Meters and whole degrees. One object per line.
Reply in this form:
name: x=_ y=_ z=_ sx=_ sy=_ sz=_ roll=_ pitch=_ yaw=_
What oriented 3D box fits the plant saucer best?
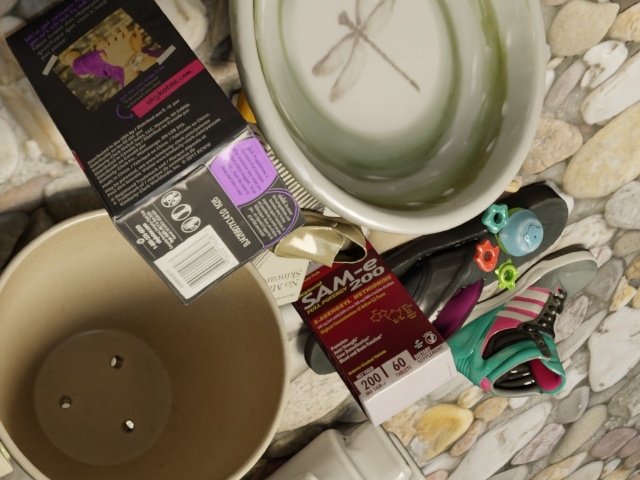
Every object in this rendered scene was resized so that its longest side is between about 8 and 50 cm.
plant saucer: x=0.059 y=-0.202 z=1.233 sx=0.400 sy=0.100 sz=0.401 roll=3 pitch=85 yaw=-36

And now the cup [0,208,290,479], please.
cup: x=-0.225 y=0.155 z=1.379 sx=0.331 sy=0.331 sz=0.237 roll=-17 pitch=169 yaw=-24

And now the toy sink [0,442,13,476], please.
toy sink: x=-0.437 y=0.204 z=1.372 sx=0.234 sy=0.131 sz=0.153 roll=-28 pitch=144 yaw=-12

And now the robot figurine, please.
robot figurine: x=-0.006 y=0.438 z=1.925 sx=0.353 sy=0.200 sz=0.300 roll=-40 pitch=143 yaw=5

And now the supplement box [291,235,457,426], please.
supplement box: x=0.057 y=0.105 z=1.572 sx=0.130 sy=0.239 sz=0.073 roll=-31 pitch=143 yaw=-7

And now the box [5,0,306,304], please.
box: x=-0.155 y=-0.102 z=1.140 sx=0.143 sy=0.270 sz=0.165 roll=-34 pitch=144 yaw=-3

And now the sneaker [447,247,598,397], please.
sneaker: x=0.344 y=0.144 z=1.902 sx=0.295 sy=0.178 sz=0.124 roll=-32 pitch=144 yaw=-7

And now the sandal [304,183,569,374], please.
sandal: x=0.178 y=0.068 z=1.742 sx=0.445 sy=0.107 sz=0.168 roll=-31 pitch=144 yaw=-9

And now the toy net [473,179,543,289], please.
toy net: x=0.220 y=-0.043 z=1.655 sx=0.122 sy=0.045 sz=0.232 roll=-48 pitch=121 yaw=-12

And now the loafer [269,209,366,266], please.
loafer: x=0.000 y=0.000 z=1.409 sx=0.148 sy=0.050 sz=0.056 roll=-4 pitch=133 yaw=-40

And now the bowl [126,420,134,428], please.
bowl: x=-0.239 y=0.248 z=1.625 sx=0.170 sy=0.080 sz=0.170 roll=-22 pitch=142 yaw=-18

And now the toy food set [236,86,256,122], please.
toy food set: x=0.023 y=-0.186 z=1.323 sx=0.232 sy=0.111 sz=0.105 roll=4 pitch=127 yaw=-23

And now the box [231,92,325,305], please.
box: x=-0.062 y=-0.044 z=1.432 sx=0.113 sy=0.094 sz=0.275 roll=-14 pitch=138 yaw=-30
